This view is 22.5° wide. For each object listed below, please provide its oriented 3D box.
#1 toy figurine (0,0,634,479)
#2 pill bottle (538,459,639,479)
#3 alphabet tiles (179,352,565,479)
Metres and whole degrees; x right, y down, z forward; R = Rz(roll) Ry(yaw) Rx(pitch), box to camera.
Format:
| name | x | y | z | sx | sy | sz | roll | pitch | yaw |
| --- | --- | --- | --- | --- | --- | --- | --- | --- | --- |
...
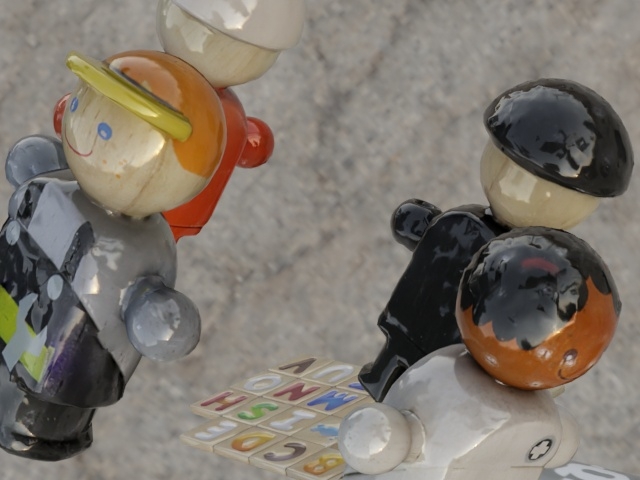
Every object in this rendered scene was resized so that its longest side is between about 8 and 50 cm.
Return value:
| name | x | y | z | sx | sy | sz | roll | pitch | yaw |
| --- | --- | --- | --- | --- | --- | --- | --- | --- | --- |
| toy figurine | 0.000 | 0.000 | 0.548 | 0.148 | 0.213 | 0.209 | -62 | 2 | 21 |
| pill bottle | 0.182 | 0.220 | 0.956 | 0.283 | 0.161 | 0.161 | 12 | 67 | 13 |
| alphabet tiles | 0.022 | 0.121 | 1.158 | 0.198 | 0.009 | 0.237 | -23 | 21 | -38 |
